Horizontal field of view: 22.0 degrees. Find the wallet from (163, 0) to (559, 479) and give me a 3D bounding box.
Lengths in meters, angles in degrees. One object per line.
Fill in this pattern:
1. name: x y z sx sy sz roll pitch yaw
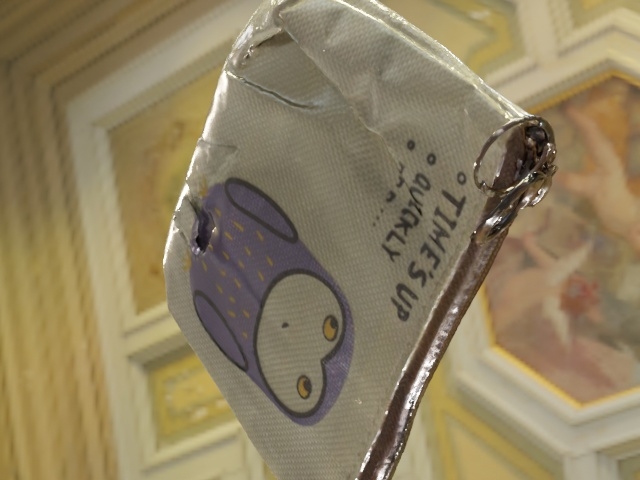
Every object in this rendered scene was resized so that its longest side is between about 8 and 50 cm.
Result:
1. wallet: 0.003 0.001 0.997 0.275 0.068 0.335 50 -49 38
